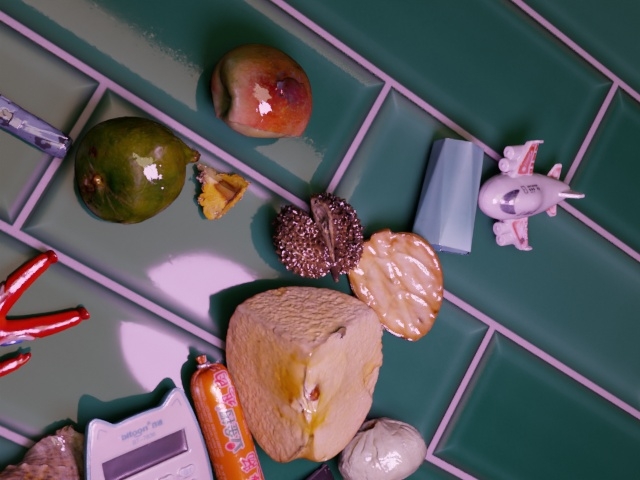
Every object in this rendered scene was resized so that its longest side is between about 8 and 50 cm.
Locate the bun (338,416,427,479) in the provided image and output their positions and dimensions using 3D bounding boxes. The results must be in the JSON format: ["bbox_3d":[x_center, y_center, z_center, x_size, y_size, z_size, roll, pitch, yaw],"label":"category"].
[{"bbox_3d":[0.120,0.430,1.716,0.195,0.195,0.118,-24,88,-18],"label":"bun"}]

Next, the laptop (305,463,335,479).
[{"bbox_3d":[-0.024,0.580,1.711,0.207,0.026,0.154,-31,102,-42],"label":"laptop"}]

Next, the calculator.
[{"bbox_3d":[-0.321,0.493,1.596,0.256,0.054,0.386,-17,98,-38],"label":"calculator"}]

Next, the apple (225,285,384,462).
[{"bbox_3d":[-0.030,0.267,1.627,0.314,0.252,0.309,0,123,-3],"label":"apple"}]

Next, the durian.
[{"bbox_3d":[0.000,0.000,1.666,0.196,0.167,0.196,-2,68,6],"label":"durian"}]

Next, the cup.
[{"bbox_3d":[0.282,-0.094,1.789,0.148,0.134,0.235,15,85,-23],"label":"cup"}]

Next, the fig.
[{"bbox_3d":[-0.330,-0.149,1.573,0.235,0.203,0.203,-40,108,-55],"label":"fig"}]

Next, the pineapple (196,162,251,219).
[{"bbox_3d":[-0.204,-0.106,1.641,0.114,0.077,0.114,45,81,-13],"label":"pineapple"}]

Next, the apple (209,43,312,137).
[{"bbox_3d":[-0.109,-0.288,1.616,0.188,0.207,0.174,-3,132,-28],"label":"apple"}]

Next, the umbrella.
[{"bbox_3d":[-0.571,-0.229,1.519,0.250,0.053,0.052,31,74,-17],"label":"umbrella"}]

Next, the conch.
[{"bbox_3d":[-0.516,0.481,1.503,0.210,0.159,0.291,42,76,-15],"label":"conch"}]

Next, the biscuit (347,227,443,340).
[{"bbox_3d":[0.163,0.096,1.761,0.203,0.041,0.260,-17,107,13],"label":"biscuit"}]

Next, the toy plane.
[{"bbox_3d":[0.458,-0.101,1.847,0.252,0.118,0.252,-9,110,-27],"label":"toy plane"}]

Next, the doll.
[{"bbox_3d":[-0.621,0.169,1.496,0.384,0.099,0.188,-32,102,-19],"label":"doll"}]

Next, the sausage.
[{"bbox_3d":[-0.188,0.371,1.650,0.093,0.093,0.312,-18,99,-18],"label":"sausage"}]
